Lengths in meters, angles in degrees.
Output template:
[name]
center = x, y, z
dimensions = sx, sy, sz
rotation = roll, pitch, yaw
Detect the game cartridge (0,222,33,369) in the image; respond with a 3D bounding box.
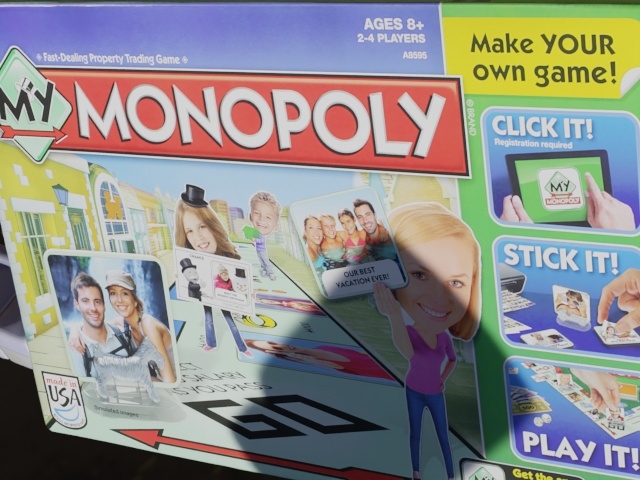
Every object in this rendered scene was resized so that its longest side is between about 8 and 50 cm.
[game cartridge]
center = -0.164, -0.050, 1.218
dimensions = 0.355, 0.230, 0.068
rotation = -56, 151, -29

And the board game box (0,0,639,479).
[board game box]
center = 0.000, 0.000, 0.611
dimensions = 0.046, 0.317, 0.213
rotation = -38, 126, -51
